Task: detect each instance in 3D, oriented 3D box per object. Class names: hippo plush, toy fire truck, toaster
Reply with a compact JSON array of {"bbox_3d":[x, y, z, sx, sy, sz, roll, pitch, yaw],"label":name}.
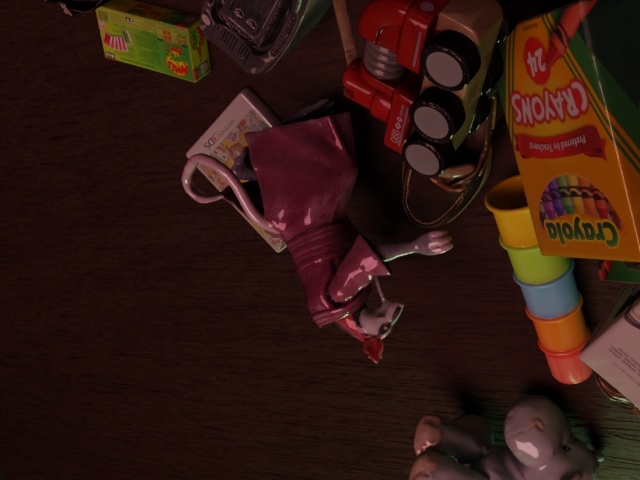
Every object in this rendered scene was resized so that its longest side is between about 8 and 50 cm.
[{"bbox_3d":[0.294,0.369,1.592,0.236,0.234,0.294,-33,82,38],"label":"hippo plush"},{"bbox_3d":[0.082,-0.227,1.171,0.246,0.158,0.217,30,147,15],"label":"toy fire truck"},{"bbox_3d":[-0.050,-0.331,1.332,0.129,0.146,0.227,40,141,3],"label":"toaster"}]

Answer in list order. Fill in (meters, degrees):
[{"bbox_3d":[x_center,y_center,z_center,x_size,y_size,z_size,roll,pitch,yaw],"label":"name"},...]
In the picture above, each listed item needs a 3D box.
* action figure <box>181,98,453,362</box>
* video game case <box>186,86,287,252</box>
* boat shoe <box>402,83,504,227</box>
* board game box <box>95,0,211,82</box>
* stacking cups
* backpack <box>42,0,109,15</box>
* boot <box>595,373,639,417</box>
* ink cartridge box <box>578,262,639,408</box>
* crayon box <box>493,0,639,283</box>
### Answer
[{"bbox_3d":[0.000,0.000,1.440,0.248,0.276,0.370,127,126,-65],"label":"action figure"},{"bbox_3d":[-0.090,-0.106,1.655,0.227,0.026,0.206,47,140,-4],"label":"video game case"},{"bbox_3d":[0.166,-0.125,1.353,0.123,0.123,0.342,35,139,9],"label":"boat shoe"},{"bbox_3d":[-0.257,-0.311,1.598,0.181,0.043,0.092,19,135,26],"label":"board game box"},{"bbox_3d":[0.306,0.065,1.426,0.096,0.096,0.316,4,126,37],"label":"stacking cups"},{"bbox_3d":[-0.209,-0.433,1.312,0.263,0.276,0.213,-17,100,42],"label":"backpack"},{"bbox_3d":[0.460,0.200,1.463,0.106,0.037,0.114,33,144,-8],"label":"boot"},{"bbox_3d":[0.450,0.054,1.220,0.114,0.197,0.273,40,139,7],"label":"ink cartridge box"},{"bbox_3d":[0.293,-0.092,1.119,0.202,0.081,0.318,-179,72,-71],"label":"crayon box"}]
